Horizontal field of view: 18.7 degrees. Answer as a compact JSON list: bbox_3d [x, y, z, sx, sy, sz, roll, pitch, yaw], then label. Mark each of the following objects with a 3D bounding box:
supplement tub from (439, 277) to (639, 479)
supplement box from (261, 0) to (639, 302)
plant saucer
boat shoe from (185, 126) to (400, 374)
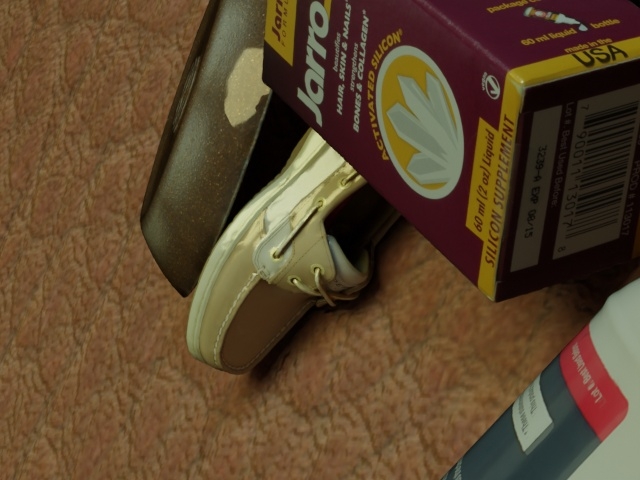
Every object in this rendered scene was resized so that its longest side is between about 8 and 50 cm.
[{"bbox_3d":[0.077,0.162,0.554,0.272,0.191,0.191,-49,33,13],"label":"supplement tub"},{"bbox_3d":[0.056,-0.074,0.811,0.188,0.081,0.104,46,142,43],"label":"supplement box"},{"bbox_3d":[-0.054,-0.069,0.993,0.198,0.036,0.198,-162,90,-82],"label":"plant saucer"},{"bbox_3d":[0.000,0.000,0.919,0.059,0.063,0.170,42,104,33],"label":"boat shoe"}]
